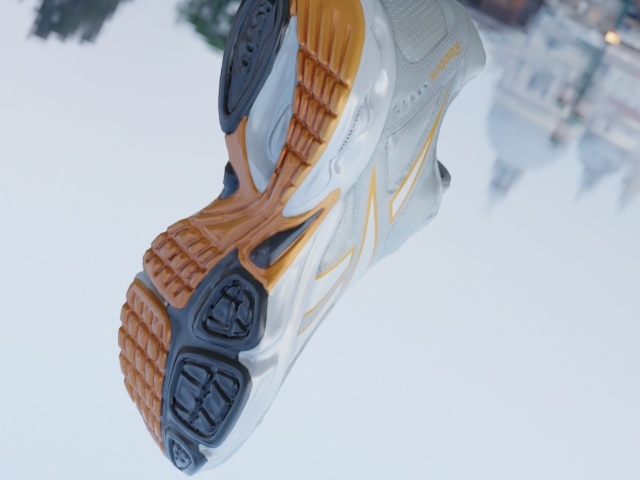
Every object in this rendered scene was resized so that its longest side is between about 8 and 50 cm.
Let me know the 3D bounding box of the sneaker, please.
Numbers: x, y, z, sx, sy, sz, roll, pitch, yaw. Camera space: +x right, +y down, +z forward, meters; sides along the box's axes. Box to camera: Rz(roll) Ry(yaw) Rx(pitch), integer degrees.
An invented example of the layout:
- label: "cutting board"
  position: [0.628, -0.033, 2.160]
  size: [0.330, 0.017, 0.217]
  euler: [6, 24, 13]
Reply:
- label: "sneaker"
  position: [0.000, 0.000, 0.806]
  size: [0.121, 0.262, 0.099]
  euler: [-3, -140, -42]
